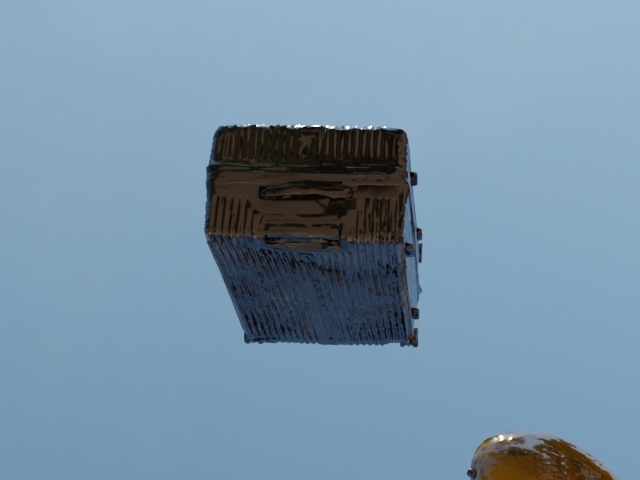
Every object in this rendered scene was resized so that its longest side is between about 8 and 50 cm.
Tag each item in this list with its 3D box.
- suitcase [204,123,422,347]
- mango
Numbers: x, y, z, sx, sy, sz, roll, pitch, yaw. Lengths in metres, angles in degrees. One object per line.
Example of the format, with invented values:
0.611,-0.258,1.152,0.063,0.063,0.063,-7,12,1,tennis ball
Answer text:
0.000,0.000,1.468,0.229,0.335,0.152,1,-116,7,suitcase
0.141,0.151,0.749,0.079,0.114,0.057,-14,-55,-59,mango
